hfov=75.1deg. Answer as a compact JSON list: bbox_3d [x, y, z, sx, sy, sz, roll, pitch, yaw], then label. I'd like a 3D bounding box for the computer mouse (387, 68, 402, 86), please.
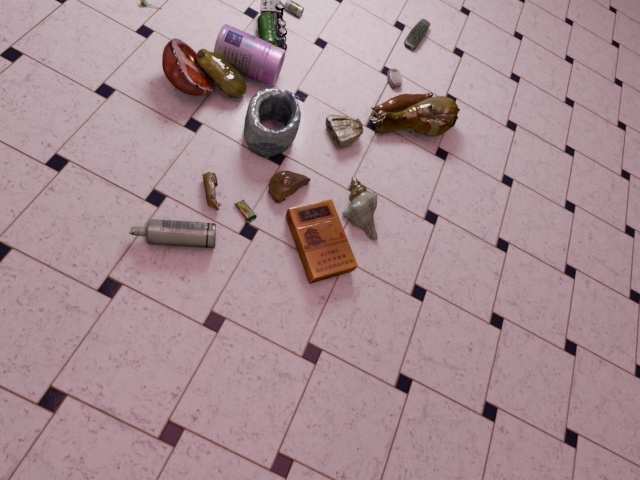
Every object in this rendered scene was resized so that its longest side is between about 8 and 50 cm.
[{"bbox_3d":[0.338,-0.742,1.910,0.065,0.039,0.096,-9,79,-19],"label":"computer mouse"}]

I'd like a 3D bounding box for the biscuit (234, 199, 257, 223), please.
[{"bbox_3d":[-0.267,-0.107,1.484,0.046,0.016,0.089,-34,81,-25],"label":"biscuit"}]

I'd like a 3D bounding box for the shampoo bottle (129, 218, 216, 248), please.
[{"bbox_3d":[-0.474,-0.023,1.353,0.262,0.085,0.085,4,67,-14],"label":"shampoo bottle"}]

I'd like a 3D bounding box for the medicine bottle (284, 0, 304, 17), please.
[{"bbox_3d":[-0.120,-1.062,1.903,0.083,0.047,0.047,27,64,-5],"label":"medicine bottle"}]

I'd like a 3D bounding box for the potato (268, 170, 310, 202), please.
[{"bbox_3d":[-0.117,-0.227,1.537,0.172,0.089,0.101,-35,79,-24],"label":"potato"}]

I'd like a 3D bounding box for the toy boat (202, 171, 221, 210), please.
[{"bbox_3d":[-0.379,-0.174,1.462,0.048,0.047,0.149,-9,70,-19],"label":"toy boat"}]

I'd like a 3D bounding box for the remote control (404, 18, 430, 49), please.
[{"bbox_3d":[0.481,-1.024,2.065,0.072,0.042,0.222,33,64,-1],"label":"remote control"}]

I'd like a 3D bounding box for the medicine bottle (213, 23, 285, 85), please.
[{"bbox_3d":[-0.281,-0.736,1.663,0.253,0.152,0.152,20,64,-7],"label":"medicine bottle"}]

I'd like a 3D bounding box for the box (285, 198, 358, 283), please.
[{"bbox_3d":[0.000,0.000,1.486,0.174,0.076,0.274,-14,73,-22],"label":"box"}]

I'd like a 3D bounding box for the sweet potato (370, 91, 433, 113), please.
[{"bbox_3d":[0.355,-0.616,1.849,0.314,0.066,0.072,-15,66,-18],"label":"sweet potato"}]

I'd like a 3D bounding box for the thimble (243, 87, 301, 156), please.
[{"bbox_3d":[-0.180,-0.451,1.565,0.204,0.172,0.250,27,65,-2],"label":"thimble"}]

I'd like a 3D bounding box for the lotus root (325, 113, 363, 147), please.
[{"bbox_3d":[0.103,-0.444,1.703,0.144,0.070,0.143,-10,66,-15],"label":"lotus root"}]

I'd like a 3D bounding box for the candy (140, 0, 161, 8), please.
[{"bbox_3d":[-0.695,-0.968,1.712,0.083,0.023,0.025,8,109,-19],"label":"candy"}]

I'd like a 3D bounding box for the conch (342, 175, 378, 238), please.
[{"bbox_3d":[0.150,-0.128,1.566,0.137,0.114,0.234,-1,74,-2],"label":"conch"}]

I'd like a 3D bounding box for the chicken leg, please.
[{"bbox_3d":[0.407,-0.529,1.795,0.428,0.153,0.202,-10,67,-11],"label":"chicken leg"}]

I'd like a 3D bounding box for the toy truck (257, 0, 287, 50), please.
[{"bbox_3d":[-0.209,-0.916,1.791,0.124,0.101,0.243,-4,72,-5],"label":"toy truck"}]

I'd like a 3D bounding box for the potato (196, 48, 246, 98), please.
[{"bbox_3d":[-0.378,-0.642,1.602,0.225,0.090,0.117,42,32,-24],"label":"potato"}]

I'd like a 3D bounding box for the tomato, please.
[{"bbox_3d":[-0.506,-0.627,1.568,0.199,0.112,0.228,12,54,-59],"label":"tomato"}]
